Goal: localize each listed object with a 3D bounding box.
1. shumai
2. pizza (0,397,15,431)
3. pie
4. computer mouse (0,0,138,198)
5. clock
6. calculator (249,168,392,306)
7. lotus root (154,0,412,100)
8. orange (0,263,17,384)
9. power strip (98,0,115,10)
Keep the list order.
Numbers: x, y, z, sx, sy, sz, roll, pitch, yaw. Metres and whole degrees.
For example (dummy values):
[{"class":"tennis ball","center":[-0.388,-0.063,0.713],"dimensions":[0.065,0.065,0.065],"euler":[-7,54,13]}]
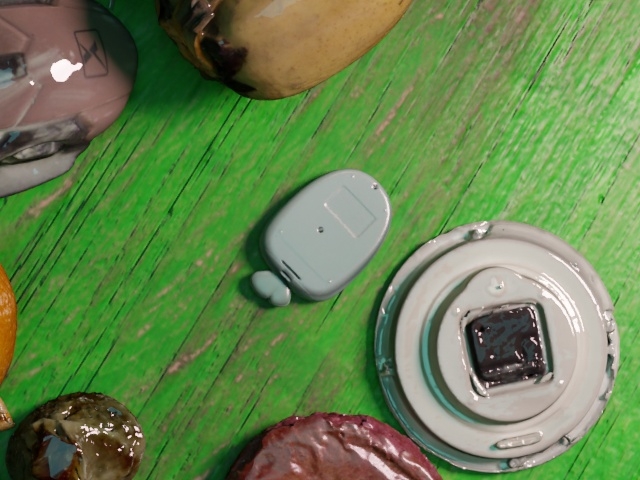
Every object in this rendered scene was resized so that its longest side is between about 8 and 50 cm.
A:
[{"class":"shumai","center":[-0.215,0.184,1.354],"dimensions":[0.123,0.087,0.099],"euler":[-24,89,-9]},{"class":"pizza","center":[-0.310,0.149,1.379],"dimensions":[0.083,0.016,0.037],"euler":[23,79,-4]},{"class":"pie","center":[0.005,0.260,1.395],"dimensions":[0.204,0.054,0.219],"euler":[26,85,-6]},{"class":"computer mouse","center":[-0.349,-0.127,1.339],"dimensions":[0.389,0.115,0.200],"euler":[-15,86,-8]},{"class":"clock","center":[0.168,0.098,1.424],"dimensions":[0.236,0.053,0.237],"euler":[0,89,-6]},{"class":"calculator","center":[0.000,0.000,1.422],"dimensions":[0.153,0.021,0.095],"euler":[-44,93,-10]},{"class":"lotus root","center":[0.004,-0.247,1.358],"dimensions":[0.310,0.183,0.183],"euler":[-35,92,-7]},{"class":"orange","center":[-0.365,0.073,1.294],"dimensions":[0.224,0.170,0.224],"euler":[0,89,-1]},{"class":"power strip","center":[-0.156,-0.384,1.375],"dimensions":[0.043,0.106,0.367],"euler":[12,86,-33]}]
